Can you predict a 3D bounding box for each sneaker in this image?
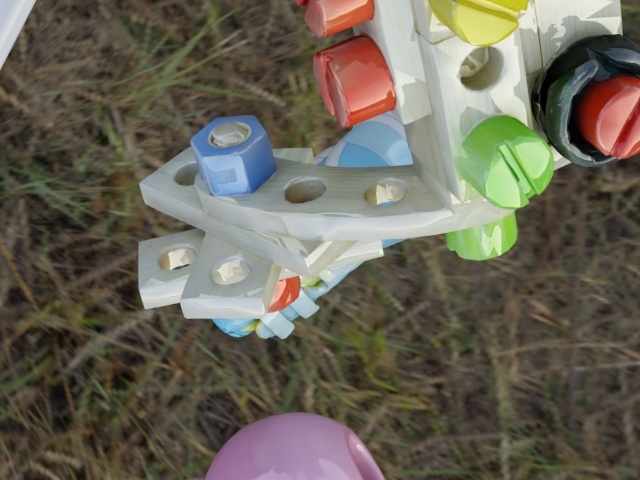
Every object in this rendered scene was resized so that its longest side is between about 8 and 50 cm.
[{"bbox_3d":[0.000,0.000,1.389,0.208,0.319,0.127,-41,92,-18],"label":"sneaker"}]

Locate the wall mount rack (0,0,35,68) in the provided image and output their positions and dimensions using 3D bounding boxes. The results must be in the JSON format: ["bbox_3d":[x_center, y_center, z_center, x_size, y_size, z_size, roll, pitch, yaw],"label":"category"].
[{"bbox_3d":[-0.203,-0.028,0.420,0.304,0.350,0.130,-32,124,-27],"label":"wall mount rack"}]

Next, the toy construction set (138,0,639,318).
[{"bbox_3d":[0.000,-0.083,0.559,0.215,0.151,0.328,-23,142,-13],"label":"toy construction set"}]

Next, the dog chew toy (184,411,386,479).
[{"bbox_3d":[-0.089,0.313,1.591,0.332,0.206,0.207,-31,100,8],"label":"dog chew toy"}]
